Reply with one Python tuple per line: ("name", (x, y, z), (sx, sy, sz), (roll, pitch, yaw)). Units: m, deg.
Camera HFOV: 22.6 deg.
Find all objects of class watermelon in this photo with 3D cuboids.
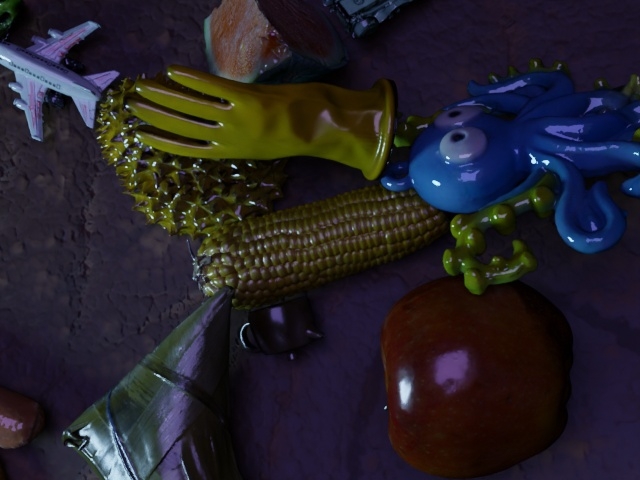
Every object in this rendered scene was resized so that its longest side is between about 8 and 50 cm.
("watermelon", (-0.038, -0.221, 1.882), (0.128, 0.146, 0.231), (-66, 29, 28))

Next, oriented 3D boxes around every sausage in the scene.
("sausage", (-0.475, 0.159, 1.938), (0.326, 0.079, 0.087), (30, 72, 14))

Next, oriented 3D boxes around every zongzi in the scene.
("zongzi", (-0.124, 0.225, 1.819), (0.274, 0.125, 0.251), (-44, 76, 13))

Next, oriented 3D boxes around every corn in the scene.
("corn", (0.000, 0.000, 1.866), (0.305, 0.106, 0.106), (-18, 77, 2))

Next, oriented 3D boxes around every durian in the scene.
("durian", (-0.156, -0.104, 1.903), (0.249, 0.138, 0.183), (14, 74, 7))

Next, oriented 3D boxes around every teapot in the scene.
("teapot", (-0.047, 0.109, 1.872), (0.121, 0.076, 0.068), (-17, 89, 35))

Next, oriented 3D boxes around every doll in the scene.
("doll", (0.227, -0.102, 1.759), (0.341, 0.099, 0.346), (-17, 40, 12))

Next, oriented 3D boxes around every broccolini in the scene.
("broccolini", (-0.387, -0.296, 1.952), (0.058, 0.201, 0.074), (28, 72, -10))

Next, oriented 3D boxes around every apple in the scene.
("apple", (0.171, 0.145, 1.740), (0.230, 0.230, 0.230), (-2, 80, 10))

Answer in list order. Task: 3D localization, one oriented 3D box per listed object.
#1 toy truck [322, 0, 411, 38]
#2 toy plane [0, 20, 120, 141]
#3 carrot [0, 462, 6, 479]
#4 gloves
("toy truck", (0.083, -0.299, 1.925), (0.154, 0.078, 0.080), (-33, 76, -14))
("toy plane", (-0.340, -0.208, 1.986), (0.171, 0.065, 0.162), (25, 86, 16))
("carrot", (-0.394, 0.299, 1.915), (0.048, 0.048, 0.139), (-15, 76, 8))
("gloves", (-0.070, -0.141, 1.770), (0.294, 0.133, 0.116), (6, 46, -11))
